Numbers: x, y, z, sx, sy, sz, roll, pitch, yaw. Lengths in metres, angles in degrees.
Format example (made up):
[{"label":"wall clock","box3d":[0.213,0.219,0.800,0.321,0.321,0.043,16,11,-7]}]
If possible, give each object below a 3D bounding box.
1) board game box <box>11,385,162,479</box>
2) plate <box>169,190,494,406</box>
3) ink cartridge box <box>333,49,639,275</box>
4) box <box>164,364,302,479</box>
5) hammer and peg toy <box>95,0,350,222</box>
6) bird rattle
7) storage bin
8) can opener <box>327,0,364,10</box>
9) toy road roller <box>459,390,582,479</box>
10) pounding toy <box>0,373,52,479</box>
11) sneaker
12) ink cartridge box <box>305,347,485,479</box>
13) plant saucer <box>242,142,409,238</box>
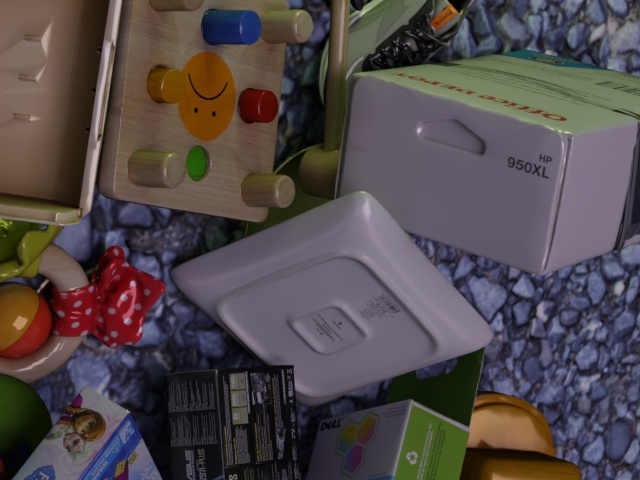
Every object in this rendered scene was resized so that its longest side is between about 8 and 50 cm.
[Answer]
[{"label":"board game box","box3d":[-0.281,0.356,1.855,0.318,0.066,0.318,-54,157,-21]},{"label":"plate","box3d":[0.013,0.085,2.011,0.277,0.278,0.045,47,35,-33]},{"label":"ink cartridge box","box3d":[0.244,-0.102,2.037,0.395,0.285,0.166,-14,117,-52]},{"label":"box","box3d":[-0.095,0.232,1.989,0.147,0.078,0.180,1,83,-55]},{"label":"hammer and peg toy","box3d":[-0.097,-0.157,1.926,0.361,0.127,0.265,7,88,-53]},{"label":"bird rattle","box3d":[-0.304,0.061,1.882,0.207,0.143,0.253,-48,137,-4]},{"label":"storage bin","box3d":[-0.334,-0.162,1.715,0.260,0.123,0.262,8,95,-7]},{"label":"can opener","box3d":[-0.003,-0.334,2.027,0.186,0.059,0.073,65,36,-38]},{"label":"toy road roller","box3d":[0.193,0.349,2.167,0.203,0.240,0.329,6,90,-22]},{"label":"pounding toy","box3d":[-0.351,0.264,1.842,0.183,0.110,0.236,4,112,-38]},{"label":"sneaker","box3d":[0.095,-0.242,2.083,0.271,0.108,0.100,-53,126,-13]},{"label":"ink cartridge box","box3d":[0.086,0.217,2.099,0.097,0.189,0.255,27,64,-27]},{"label":"plant saucer","box3d":[0.000,0.000,2.112,0.241,0.037,0.240,-8,105,-33]}]
